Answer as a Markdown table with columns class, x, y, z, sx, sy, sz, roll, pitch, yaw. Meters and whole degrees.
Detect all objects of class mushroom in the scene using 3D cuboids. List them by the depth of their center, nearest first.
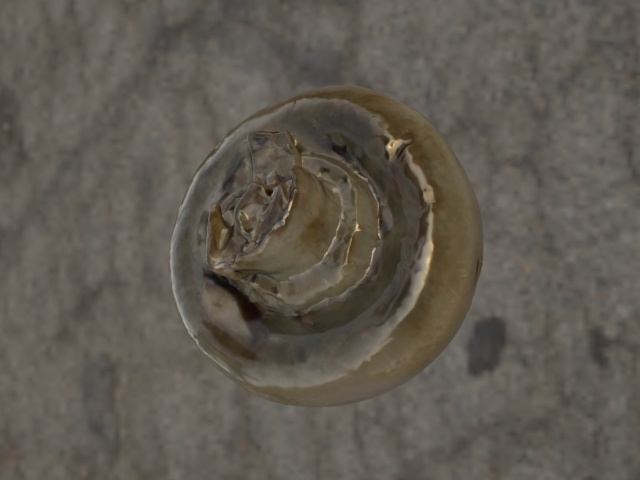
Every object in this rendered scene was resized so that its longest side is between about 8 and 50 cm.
| class | x | y | z | sx | sy | sz | roll | pitch | yaw |
| --- | --- | --- | --- | --- | --- | --- | --- | --- | --- |
| mushroom | 0.000 | 0.000 | 1.197 | 0.178 | 0.226 | 0.226 | 50 | -155 | -59 |
